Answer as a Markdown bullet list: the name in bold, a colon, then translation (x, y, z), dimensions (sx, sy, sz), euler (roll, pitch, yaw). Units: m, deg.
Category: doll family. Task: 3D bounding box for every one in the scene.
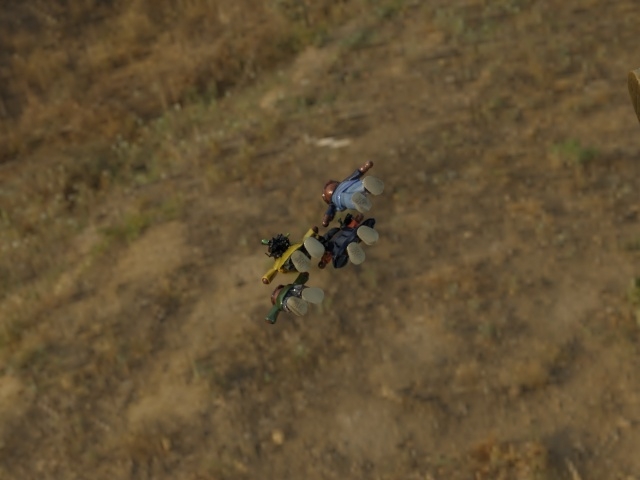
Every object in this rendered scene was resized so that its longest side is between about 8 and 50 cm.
- **doll family**: translation (0.000, 0.000, 1.482), dimensions (0.193, 0.076, 0.111), euler (-41, 9, -12)

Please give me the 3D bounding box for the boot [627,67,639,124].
- **boot**: translation (0.475, -0.130, 1.720), dimensions (0.165, 0.213, 0.077), euler (-22, 6, -3)
